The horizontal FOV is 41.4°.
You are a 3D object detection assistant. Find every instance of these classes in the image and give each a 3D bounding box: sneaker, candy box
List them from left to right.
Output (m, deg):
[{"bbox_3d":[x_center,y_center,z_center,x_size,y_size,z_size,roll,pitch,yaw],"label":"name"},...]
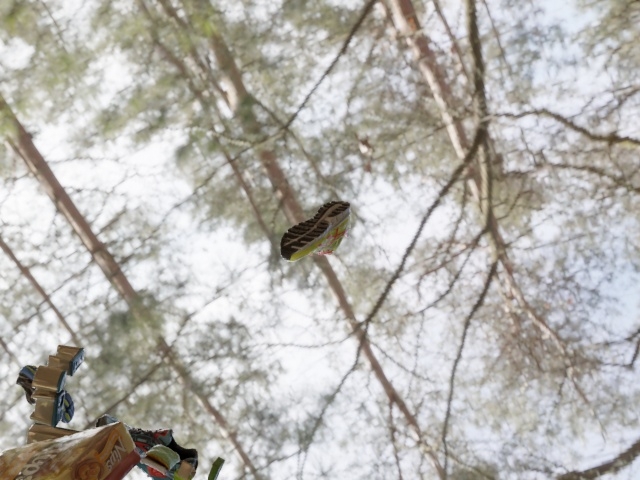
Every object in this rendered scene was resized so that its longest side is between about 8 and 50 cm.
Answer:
[{"bbox_3d":[-0.489,0.420,1.463,0.317,0.087,0.183,-19,-168,28],"label":"candy box"},{"bbox_3d":[-0.713,0.405,2.195,0.078,0.188,0.067,-49,175,16],"label":"sneaker"},{"bbox_3d":[-0.398,0.468,1.979,0.125,0.262,0.104,-47,-160,17],"label":"sneaker"},{"bbox_3d":[0.000,0.000,1.759,0.081,0.094,0.208,16,-142,40],"label":"sneaker"}]

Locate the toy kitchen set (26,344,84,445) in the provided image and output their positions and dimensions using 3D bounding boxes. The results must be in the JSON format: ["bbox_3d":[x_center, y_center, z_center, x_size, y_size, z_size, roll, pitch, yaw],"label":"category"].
[{"bbox_3d":[-0.605,0.381,2.024,0.122,0.207,0.166,12,-162,1],"label":"toy kitchen set"}]

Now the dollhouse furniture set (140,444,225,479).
[{"bbox_3d":[-0.269,0.428,1.653,0.152,0.058,0.076,25,-166,9],"label":"dollhouse furniture set"}]
